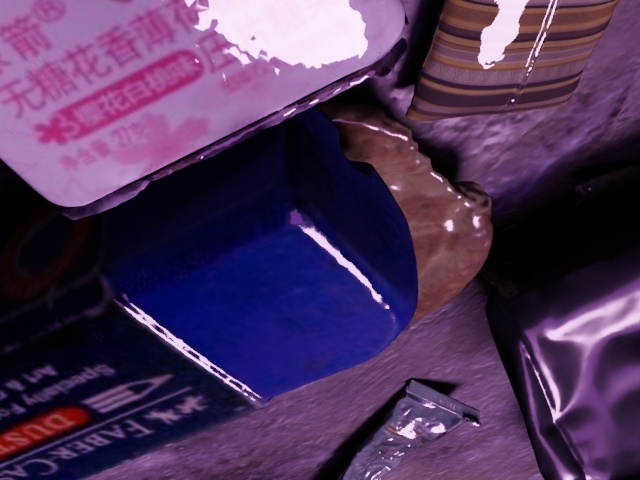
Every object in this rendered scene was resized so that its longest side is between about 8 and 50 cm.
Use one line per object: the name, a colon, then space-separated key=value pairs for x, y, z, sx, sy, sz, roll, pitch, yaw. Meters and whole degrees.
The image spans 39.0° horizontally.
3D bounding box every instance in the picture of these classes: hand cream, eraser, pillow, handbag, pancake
hand cream: x=0.057 y=0.228 z=0.886 sx=0.075 sy=0.052 sz=0.248 roll=9 pitch=134 yaw=-33
eraser: x=-0.115 y=0.050 z=0.508 sx=0.332 sy=0.102 sz=0.155 roll=-24 pitch=136 yaw=21
pillow: x=0.116 y=-0.140 z=0.468 sx=0.113 sy=0.038 sz=0.203 roll=-8 pitch=142 yaw=-16
handbag: x=0.284 y=0.077 z=0.692 sx=0.301 sy=0.275 sz=0.178 roll=-27 pitch=-176 yaw=5
pancake: x=-0.001 y=-0.001 z=0.587 sx=0.236 sy=0.042 sz=0.222 roll=13 pitch=136 yaw=-32

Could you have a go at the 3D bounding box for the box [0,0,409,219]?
box: x=-0.109 y=-0.161 z=0.284 sx=0.190 sy=0.112 sz=0.370 roll=-25 pitch=142 yaw=9

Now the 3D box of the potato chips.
potato chips: x=0.236 y=0.003 z=0.713 sx=0.142 sy=0.026 sz=0.209 roll=-21 pitch=142 yaw=6
